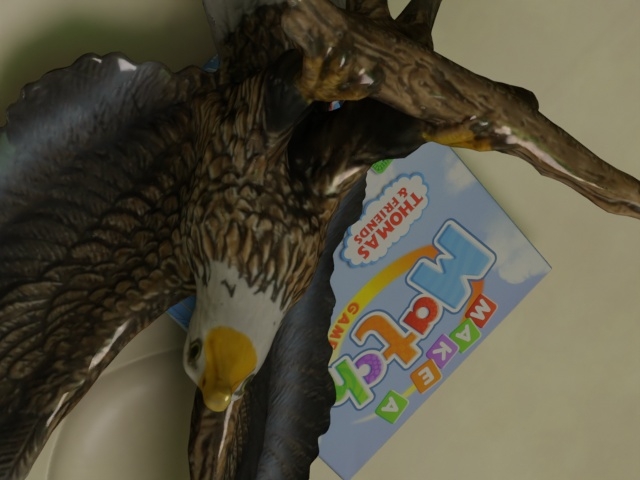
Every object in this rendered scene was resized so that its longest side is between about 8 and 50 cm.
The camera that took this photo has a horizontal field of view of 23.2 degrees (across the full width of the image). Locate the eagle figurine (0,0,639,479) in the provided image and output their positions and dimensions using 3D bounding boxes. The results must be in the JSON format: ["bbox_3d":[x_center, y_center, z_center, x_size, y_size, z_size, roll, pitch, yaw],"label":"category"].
[{"bbox_3d":[-0.048,0.017,0.664,0.298,0.226,0.225,-47,168,30],"label":"eagle figurine"}]

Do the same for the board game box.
[{"bbox_3d":[0.000,0.000,0.782,0.160,0.039,0.211,-46,121,-4],"label":"board game box"}]
